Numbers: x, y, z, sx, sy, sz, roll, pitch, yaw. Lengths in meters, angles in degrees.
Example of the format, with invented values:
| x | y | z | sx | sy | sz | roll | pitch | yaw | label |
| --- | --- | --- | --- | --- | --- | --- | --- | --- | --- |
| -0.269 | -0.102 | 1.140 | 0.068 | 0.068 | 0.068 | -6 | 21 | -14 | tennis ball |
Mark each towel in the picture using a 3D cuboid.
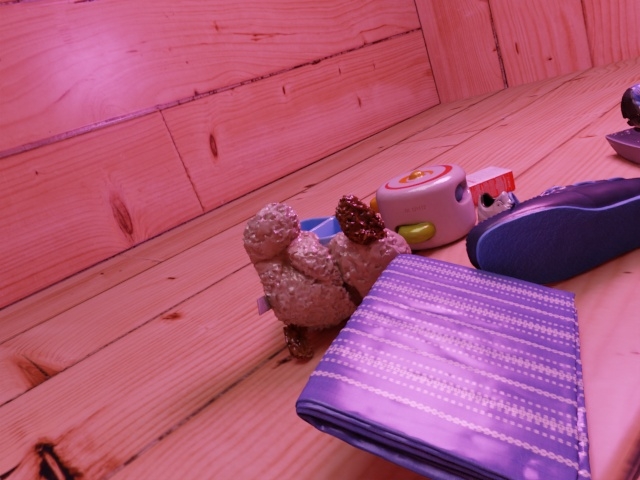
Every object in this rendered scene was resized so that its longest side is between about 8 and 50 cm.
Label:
| x | y | z | sx | sy | sz | roll | pitch | yaw | label |
| --- | --- | --- | --- | --- | --- | --- | --- | --- | --- |
| 0.149 | 0.118 | 0.513 | 0.244 | 0.040 | 0.336 | 15 | 29 | 21 | towel |

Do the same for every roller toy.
| x | y | z | sx | sy | sz | roll | pitch | yaw | label |
| --- | --- | --- | --- | --- | --- | --- | --- | --- | --- |
| 0.219 | -0.079 | 1.008 | 0.191 | 0.146 | 0.209 | -22 | 16 | -9 | roller toy |

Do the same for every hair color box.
| x | y | z | sx | sy | sz | roll | pitch | yaw | label |
| --- | --- | --- | --- | --- | --- | --- | --- | --- | --- |
| 0.367 | -0.123 | 1.148 | 0.167 | 0.053 | 0.093 | -20 | 18 | -6 | hair color box |

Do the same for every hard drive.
| x | y | z | sx | sy | sz | roll | pitch | yaw | label |
| --- | --- | --- | --- | --- | --- | --- | --- | --- | --- |
| 0.736 | -0.207 | 0.993 | 0.172 | 0.054 | 0.254 | -16 | 17 | 10 | hard drive |

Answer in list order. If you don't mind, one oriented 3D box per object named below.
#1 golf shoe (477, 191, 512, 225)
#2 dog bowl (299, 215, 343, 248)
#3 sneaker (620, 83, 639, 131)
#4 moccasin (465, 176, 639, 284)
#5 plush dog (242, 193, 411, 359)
| x | y | z | sx | sy | sz | roll | pitch | yaw | label |
| --- | --- | --- | --- | --- | --- | --- | --- | --- | --- |
| 0.347 | -0.045 | 0.869 | 0.069 | 0.085 | 0.176 | -24 | 19 | -19 | golf shoe |
| 0.000 | 0.000 | 1.134 | 0.297 | 0.074 | 0.166 | 0 | 25 | 46 | dog bowl |
| 0.629 | -0.195 | 0.707 | 0.330 | 0.147 | 0.130 | 14 | 18 | 9 | sneaker |
| 0.366 | -0.018 | 0.716 | 0.342 | 0.137 | 0.117 | -9 | 24 | -13 | moccasin |
| 0.034 | 0.052 | 0.748 | 0.226 | 0.262 | 0.210 | -26 | 49 | 12 | plush dog |
